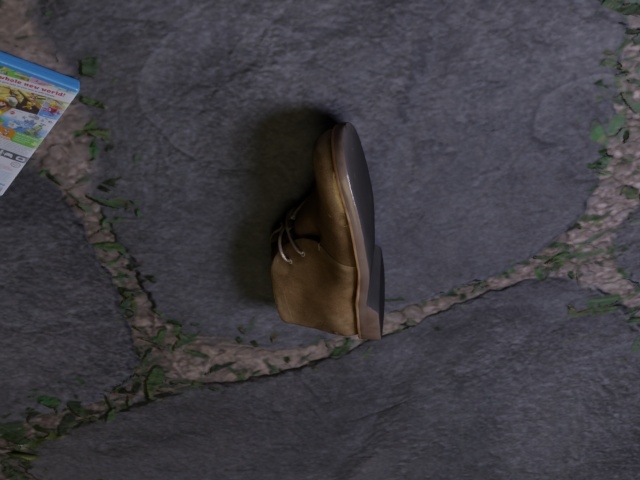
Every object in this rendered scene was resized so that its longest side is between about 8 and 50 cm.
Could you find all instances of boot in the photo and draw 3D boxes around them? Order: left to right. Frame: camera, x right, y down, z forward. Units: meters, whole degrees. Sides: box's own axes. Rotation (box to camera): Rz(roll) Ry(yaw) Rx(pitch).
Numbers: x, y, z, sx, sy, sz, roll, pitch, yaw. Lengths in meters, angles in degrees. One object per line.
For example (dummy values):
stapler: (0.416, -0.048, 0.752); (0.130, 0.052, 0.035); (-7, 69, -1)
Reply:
boot: (0.000, 0.000, 1.793); (0.115, 0.112, 0.305); (2, 143, 6)

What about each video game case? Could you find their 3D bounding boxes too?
video game case: (-0.311, -0.110, 1.679); (0.119, 0.015, 0.166); (20, 135, -27)
